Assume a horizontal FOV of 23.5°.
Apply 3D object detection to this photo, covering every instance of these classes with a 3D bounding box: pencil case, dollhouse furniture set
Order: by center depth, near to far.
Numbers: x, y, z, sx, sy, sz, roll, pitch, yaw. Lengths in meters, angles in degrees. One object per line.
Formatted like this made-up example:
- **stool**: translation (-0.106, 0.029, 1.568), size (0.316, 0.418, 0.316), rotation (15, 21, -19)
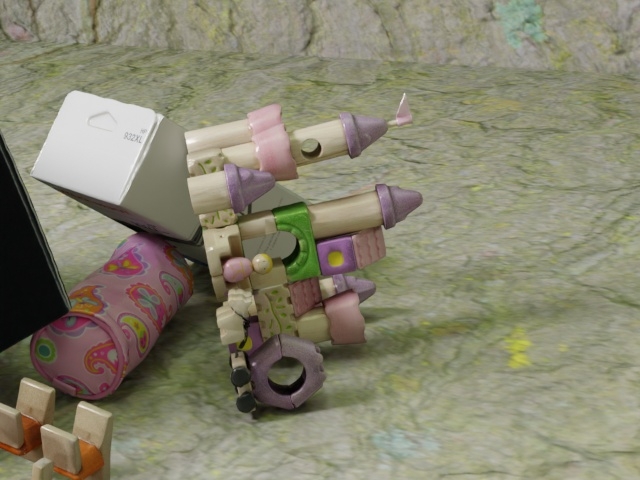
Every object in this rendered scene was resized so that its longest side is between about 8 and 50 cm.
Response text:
- **dollhouse furniture set**: translation (-0.363, 0.239, 1.453), size (0.259, 0.135, 0.262), rotation (18, 27, 26)
- **pencil case**: translation (-0.243, 0.088, 1.840), size (0.124, 0.124, 0.284), rotation (-1, 18, 12)

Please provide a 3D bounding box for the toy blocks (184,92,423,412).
- **toy blocks**: translation (0.000, 0.000, 1.753), size (0.260, 0.289, 0.309), rotation (-12, 15, -2)

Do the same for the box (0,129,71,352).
- **box**: translation (-0.621, 0.021, 1.711), size (0.480, 0.297, 0.471), rotation (-31, 30, -26)

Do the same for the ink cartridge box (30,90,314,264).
- **ink cartridge box**: translation (-0.186, -0.061, 2.003), size (0.307, 0.129, 0.223), rotation (30, -9, -41)
